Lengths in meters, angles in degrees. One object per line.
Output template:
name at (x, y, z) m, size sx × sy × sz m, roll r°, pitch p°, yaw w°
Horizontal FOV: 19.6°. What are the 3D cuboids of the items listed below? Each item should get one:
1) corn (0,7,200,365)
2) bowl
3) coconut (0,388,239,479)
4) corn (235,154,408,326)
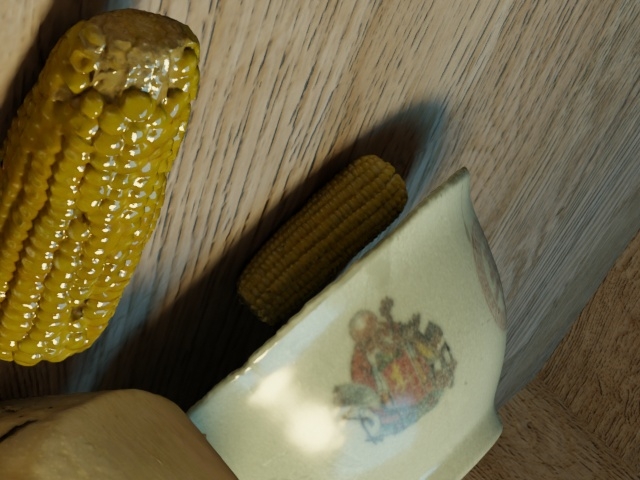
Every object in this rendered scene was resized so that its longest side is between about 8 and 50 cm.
corn at (-0.131, -0.021, 0.989) m, size 0.097 × 0.097 × 0.261 m, roll -33°, pitch 161°, yaw -43°
bowl at (0.029, 0.149, 1.608) m, size 0.435 × 0.196 × 0.435 m, roll -41°, pitch 177°, yaw -3°
coconut at (-0.174, 0.267, 1.287) m, size 0.352 × 0.352 × 0.352 m, roll -42°, pitch 167°, yaw -13°
corn at (0.000, 0.000, 1.519) m, size 0.165 × 0.063 × 0.085 m, roll -43°, pitch -169°, yaw -5°
